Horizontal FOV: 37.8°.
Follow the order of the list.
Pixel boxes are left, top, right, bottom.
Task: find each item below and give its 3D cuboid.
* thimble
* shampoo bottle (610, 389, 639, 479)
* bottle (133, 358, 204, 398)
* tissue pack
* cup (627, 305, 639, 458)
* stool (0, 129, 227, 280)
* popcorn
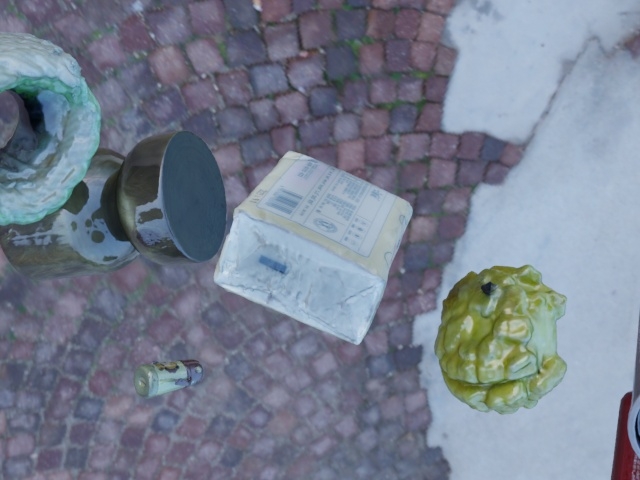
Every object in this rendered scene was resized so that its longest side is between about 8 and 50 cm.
[{"bbox_3d":[-0.368,-0.135,1.068,0.219,0.150,0.219,-31,136,-36],"label":"thimble"},{"bbox_3d":[0.423,0.284,1.161,0.118,0.076,0.314,6,95,16],"label":"shampoo bottle"},{"bbox_3d":[-0.206,0.186,1.292,0.101,0.063,0.047,-6,138,-44],"label":"bottle"},{"bbox_3d":[0.000,0.000,0.888,0.148,0.196,0.092,24,116,3],"label":"tissue pack"},{"bbox_3d":[0.361,0.047,0.782,0.208,0.273,0.288,-17,128,38],"label":"cup"},{"bbox_3d":[-0.285,-0.044,1.279,0.264,0.179,0.179,-7,125,20],"label":"stool"},{"bbox_3d":[0.204,0.108,1.052,0.142,0.173,0.173,29,102,-8],"label":"popcorn"}]
